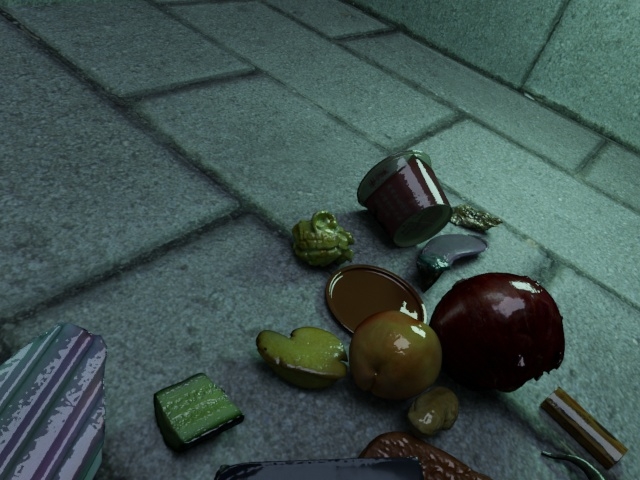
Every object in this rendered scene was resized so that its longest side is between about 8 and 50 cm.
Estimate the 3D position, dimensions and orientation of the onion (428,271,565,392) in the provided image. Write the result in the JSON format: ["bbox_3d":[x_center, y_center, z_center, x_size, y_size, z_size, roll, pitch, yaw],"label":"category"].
[{"bbox_3d":[0.359,0.185,1.057,0.276,0.276,0.276,12,39,-10],"label":"onion"}]

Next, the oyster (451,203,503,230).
[{"bbox_3d":[0.481,-0.074,1.590,0.166,0.053,0.108,18,27,10],"label":"oyster"}]

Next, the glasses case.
[{"bbox_3d":[0.554,0.388,1.074,0.065,0.041,0.170,-19,53,-37],"label":"glasses case"}]

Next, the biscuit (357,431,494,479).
[{"bbox_3d":[0.161,0.457,0.819,0.277,0.052,0.262,25,43,8],"label":"biscuit"}]

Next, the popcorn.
[{"bbox_3d":[0.000,0.000,1.250,0.141,0.162,0.135,26,69,45],"label":"popcorn"}]

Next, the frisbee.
[{"bbox_3d":[0.130,0.149,1.198,0.251,0.021,0.250,12,38,-10],"label":"frisbee"}]

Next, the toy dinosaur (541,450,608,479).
[{"bbox_3d":[0.483,0.471,0.909,0.179,0.087,0.187,32,39,13],"label":"toy dinosaur"}]

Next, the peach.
[{"bbox_3d":[0.140,0.221,0.985,0.184,0.184,0.184,12,39,-10],"label":"peach"}]

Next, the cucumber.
[{"bbox_3d":[-0.207,0.290,0.854,0.115,0.062,0.116,-15,43,-38],"label":"cucumber"}]

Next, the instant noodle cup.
[{"bbox_3d":[0.239,-0.104,1.399,0.235,0.234,0.178,-7,55,-30],"label":"instant noodle cup"}]

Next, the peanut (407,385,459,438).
[{"bbox_3d":[0.213,0.321,0.952,0.080,0.080,0.174,41,20,25],"label":"peanut"}]

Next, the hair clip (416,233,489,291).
[{"bbox_3d":[0.349,0.034,1.392,0.359,0.110,0.095,-30,99,-48],"label":"hair clip"}]

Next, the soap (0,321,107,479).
[{"bbox_3d":[-0.403,0.279,0.708,0.193,0.109,0.323,22,48,-4],"label":"soap"}]

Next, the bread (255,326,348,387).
[{"bbox_3d":[-0.038,0.225,1.009,0.188,0.065,0.149,15,28,-1],"label":"bread"}]

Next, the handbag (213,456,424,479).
[{"bbox_3d":[0.017,0.451,0.658,0.330,0.121,0.303,-1,46,-7],"label":"handbag"}]
